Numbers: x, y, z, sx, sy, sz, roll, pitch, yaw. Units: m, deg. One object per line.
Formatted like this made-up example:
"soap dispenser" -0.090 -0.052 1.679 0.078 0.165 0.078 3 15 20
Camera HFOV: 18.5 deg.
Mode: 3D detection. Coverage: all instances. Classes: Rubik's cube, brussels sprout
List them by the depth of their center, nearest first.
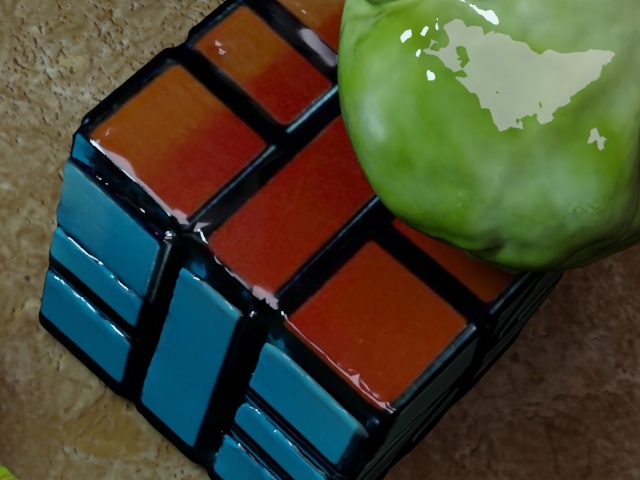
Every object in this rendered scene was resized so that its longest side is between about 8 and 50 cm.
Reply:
"brussels sprout" 0.149 -0.127 1.155 0.317 0.242 0.273 -19 76 -24
"Rubik's cube" 0.000 0.000 1.355 0.283 0.288 0.293 45 62 10

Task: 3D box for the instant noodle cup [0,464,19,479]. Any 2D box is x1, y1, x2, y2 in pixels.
"instant noodle cup" -0.266 0.277 1.179 0.222 0.311 0.311 -19 69 -30
